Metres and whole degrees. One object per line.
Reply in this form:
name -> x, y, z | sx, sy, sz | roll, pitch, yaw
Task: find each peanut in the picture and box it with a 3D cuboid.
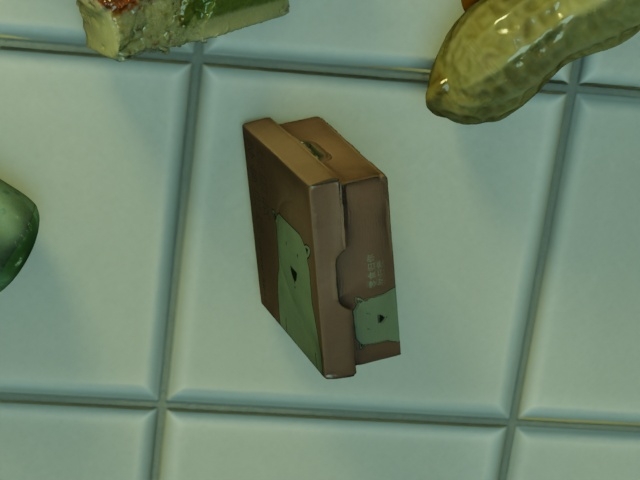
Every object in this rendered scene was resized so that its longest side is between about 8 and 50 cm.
peanut -> 0.231, -0.219, 1.909 | 0.298, 0.120, 0.136 | -34, 143, 11

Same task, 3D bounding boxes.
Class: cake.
cake -> -0.149, -0.245, 1.890 | 0.220, 0.117, 0.086 | -25, 122, -33

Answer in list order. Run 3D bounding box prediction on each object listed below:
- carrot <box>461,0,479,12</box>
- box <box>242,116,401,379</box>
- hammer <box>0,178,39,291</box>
carrot -> 0.171, -0.357, 1.880 | 0.062, 0.066, 0.271 | 33, 114, 26
box -> 0.000, 0.000, 1.922 | 0.086, 0.215, 0.215 | -12, 114, -17
hammer -> -0.450, 0.046, 1.942 | 0.206, 0.119, 0.335 | 34, 111, -17
